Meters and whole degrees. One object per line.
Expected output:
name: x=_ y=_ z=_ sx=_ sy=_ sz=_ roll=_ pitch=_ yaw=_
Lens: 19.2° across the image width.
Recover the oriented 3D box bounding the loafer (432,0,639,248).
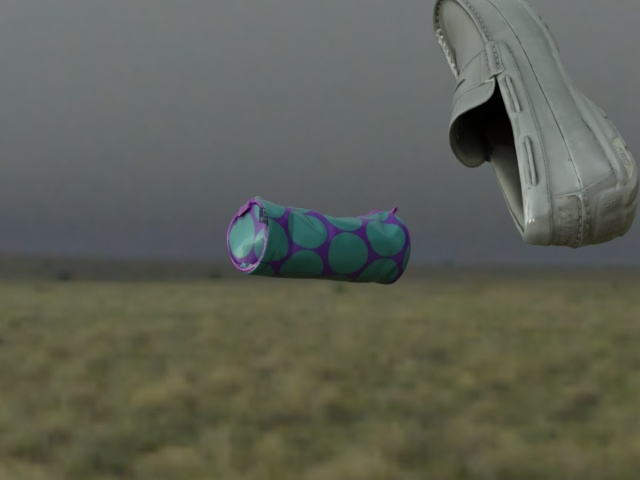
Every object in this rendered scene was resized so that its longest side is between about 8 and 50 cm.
loafer: x=0.154 y=-0.112 z=1.575 sx=0.111 sy=0.112 sz=0.319 roll=-14 pitch=42 yaw=-14

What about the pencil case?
pencil case: x=0.000 y=0.000 z=1.627 sx=0.151 sy=0.070 sz=0.064 roll=6 pitch=-18 yaw=-29
